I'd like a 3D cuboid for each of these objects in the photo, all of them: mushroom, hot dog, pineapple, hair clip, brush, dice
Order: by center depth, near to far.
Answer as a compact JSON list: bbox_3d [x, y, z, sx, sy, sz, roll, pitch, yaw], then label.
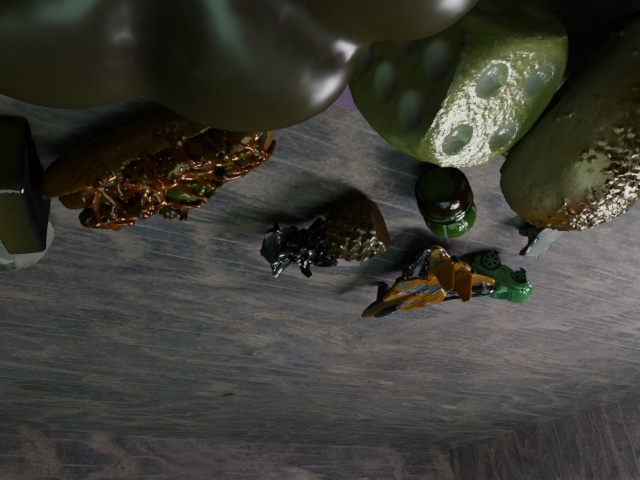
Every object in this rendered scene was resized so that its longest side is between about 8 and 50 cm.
[{"bbox_3d":[0.141,-0.192,0.721,0.169,0.169,0.166,-8,139,-35],"label":"dice"},{"bbox_3d":[-0.226,-0.094,0.942,0.348,0.117,0.158,-17,160,21],"label":"hot dog"},{"bbox_3d":[-0.428,-0.072,0.954,0.059,0.123,0.197,-2,153,-13],"label":"brush"},{"bbox_3d":[-0.559,-0.013,1.095,0.225,0.093,0.116,10,128,-10],"label":"mushroom"},{"bbox_3d":[0.000,0.000,1.189,0.237,0.119,0.111,-18,176,23],"label":"pineapple"},{"bbox_3d":[0.458,-0.036,1.239,0.159,0.071,0.218,3,157,-21],"label":"hair clip"}]

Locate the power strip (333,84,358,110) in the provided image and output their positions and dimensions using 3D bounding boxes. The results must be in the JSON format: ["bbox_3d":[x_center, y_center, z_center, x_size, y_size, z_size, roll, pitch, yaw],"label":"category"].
[{"bbox_3d":[0.143,-0.199,0.901,0.278,0.038,0.109,8,150,-25],"label":"power strip"}]

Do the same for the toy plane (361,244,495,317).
[{"bbox_3d":[0.195,0.102,1.428,0.204,0.103,0.316,29,150,-26],"label":"toy plane"}]

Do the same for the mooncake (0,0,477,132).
[{"bbox_3d":[-0.095,-0.291,0.447,0.467,0.262,0.467,-3,150,-2],"label":"mooncake"}]

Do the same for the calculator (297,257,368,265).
[{"bbox_3d":[0.024,0.019,1.307,0.175,0.032,0.100,1,152,-11],"label":"calculator"}]

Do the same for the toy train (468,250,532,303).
[{"bbox_3d":[0.369,0.085,1.420,0.081,0.149,0.099,-47,153,-15],"label":"toy train"}]

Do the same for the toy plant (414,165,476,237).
[{"bbox_3d":[0.213,-0.059,1.130,0.092,0.093,0.162,-13,155,15],"label":"toy plant"}]

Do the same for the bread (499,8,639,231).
[{"bbox_3d":[0.356,-0.135,0.813,0.305,0.159,0.305,-40,161,-17],"label":"bread"}]

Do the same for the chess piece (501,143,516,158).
[{"bbox_3d":[0.250,-0.151,0.911,0.066,0.066,0.122,-22,153,29],"label":"chess piece"}]
